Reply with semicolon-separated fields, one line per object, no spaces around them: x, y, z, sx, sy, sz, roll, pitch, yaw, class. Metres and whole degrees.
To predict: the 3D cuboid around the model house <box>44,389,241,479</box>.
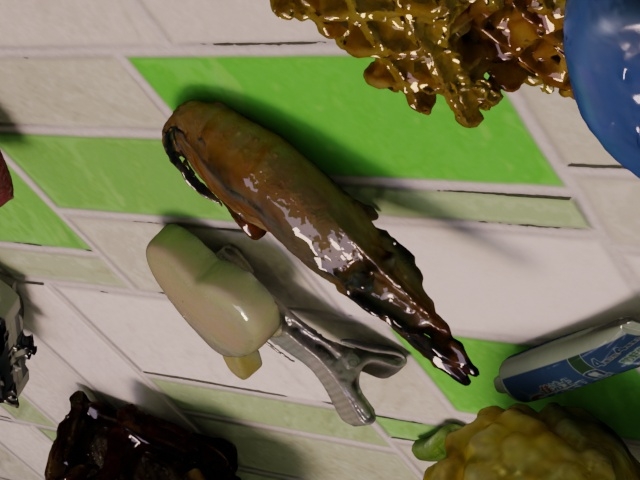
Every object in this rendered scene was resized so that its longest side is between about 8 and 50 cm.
-0.213;0.289;1.665;0.317;0.297;0.282;78;170;-65;model house

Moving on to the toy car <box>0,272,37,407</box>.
-0.413;0.055;1.558;0.301;0.118;0.193;23;146;12;toy car

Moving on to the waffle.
0.062;-0.129;0.779;0.197;0.070;0.193;21;154;14;waffle

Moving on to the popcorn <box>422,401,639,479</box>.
0.167;0.212;1.183;0.189;0.169;0.218;47;-176;21;popcorn

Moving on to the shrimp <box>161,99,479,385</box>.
0.007;-0.004;1.089;0.262;0.066;0.117;43;169;0;shrimp

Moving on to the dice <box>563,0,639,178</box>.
0.184;-0.093;0.636;0.143;0.146;0.146;17;154;25;dice

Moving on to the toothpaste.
0.173;0.081;1.115;0.057;0.034;0.197;19;158;-21;toothpaste

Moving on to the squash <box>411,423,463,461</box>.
0.099;0.171;1.372;0.027;0.027;0.089;31;157;-6;squash

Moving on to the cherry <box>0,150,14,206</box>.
-0.327;-0.090;1.229;0.225;0.090;0.107;35;167;-3;cherry

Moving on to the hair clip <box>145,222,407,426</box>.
-0.045;0.066;1.277;0.218;0.071;0.159;37;156;-9;hair clip
